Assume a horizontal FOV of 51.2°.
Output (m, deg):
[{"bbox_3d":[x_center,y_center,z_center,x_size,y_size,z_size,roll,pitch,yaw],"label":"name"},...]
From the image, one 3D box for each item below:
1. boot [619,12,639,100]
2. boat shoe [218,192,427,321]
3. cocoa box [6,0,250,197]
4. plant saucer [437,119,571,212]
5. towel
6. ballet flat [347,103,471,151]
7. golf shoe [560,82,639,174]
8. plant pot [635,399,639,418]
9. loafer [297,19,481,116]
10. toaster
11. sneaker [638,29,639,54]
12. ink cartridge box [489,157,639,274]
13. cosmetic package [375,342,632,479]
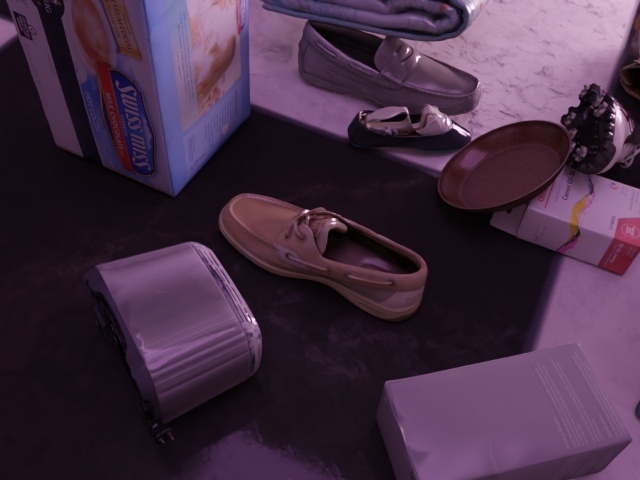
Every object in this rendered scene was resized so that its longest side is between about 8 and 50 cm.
[{"bbox_3d":[0.604,-0.333,1.207,0.165,0.077,0.213,-20,61,-17],"label":"boot"},{"bbox_3d":[0.000,0.000,0.884,0.303,0.098,0.109,26,54,17],"label":"boat shoe"},{"bbox_3d":[-0.249,-0.280,0.934,0.228,0.347,0.231,24,53,14],"label":"cocoa box"},{"bbox_3d":[0.270,-0.102,0.976,0.199,0.036,0.198,-24,33,16],"label":"plant saucer"},{"bbox_3d":[0.108,-0.457,1.166,0.375,0.090,0.320,17,40,15],"label":"towel"},{"bbox_3d":[0.145,-0.180,1.059,0.203,0.074,0.074,1,51,-4],"label":"ballet flat"},{"bbox_3d":[0.438,-0.159,1.003,0.120,0.105,0.273,33,33,1],"label":"golf shoe"},{"bbox_3d":[0.551,0.128,0.720,0.247,0.252,0.248,35,57,23],"label":"plant pot"},{"bbox_3d":[0.114,-0.291,1.118,0.320,0.111,0.112,15,52,8],"label":"loafer"},{"bbox_3d":[-0.165,0.105,0.771,0.147,0.129,0.227,-23,55,-23],"label":"toaster"},{"bbox_3d":[0.624,-0.285,1.099,0.152,0.114,0.304,-15,92,-26],"label":"sneaker"},{"bbox_3d":[0.359,-0.044,0.963,0.198,0.067,0.115,20,52,13],"label":"ink cartridge box"},{"bbox_3d":[0.192,0.206,0.731,0.238,0.107,0.127,-9,52,-8],"label":"cosmetic package"}]
